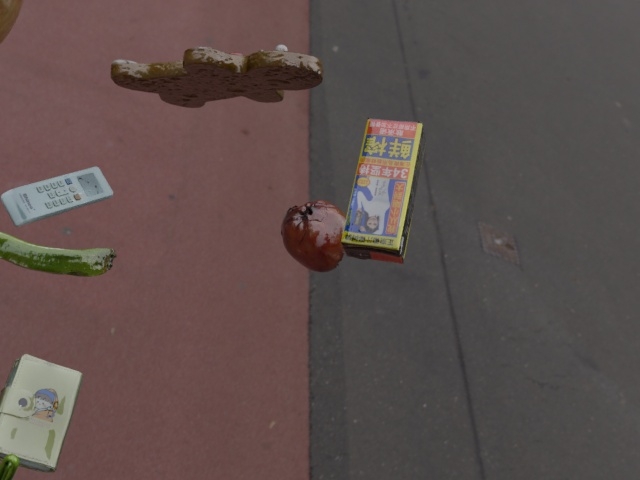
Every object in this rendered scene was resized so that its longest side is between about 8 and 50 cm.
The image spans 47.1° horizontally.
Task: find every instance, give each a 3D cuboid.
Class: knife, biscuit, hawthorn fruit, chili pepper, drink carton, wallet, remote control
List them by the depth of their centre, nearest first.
[{"bbox_3d":[-0.088,-0.158,0.697,0.138,0.205,0.031,10,83,-58],"label":"biscuit"},{"bbox_3d":[0.076,-0.059,0.864,0.071,0.056,0.165,7,70,18],"label":"drink carton"},{"bbox_3d":[-0.395,0.311,0.886,0.022,0.184,0.026,28,32,-12],"label":"knife"},{"bbox_3d":[-0.401,0.023,1.087,0.202,0.051,0.050,14,16,-30],"label":"chili pepper"},{"bbox_3d":[-0.428,0.258,1.097,0.110,0.039,0.155,27,47,-26],"label":"wallet"},{"bbox_3d":[-0.416,-0.069,1.163,0.162,0.029,0.061,-22,74,-37],"label":"remote control"},{"bbox_3d":[0.000,0.000,1.513,0.148,0.148,0.172,-82,152,-49],"label":"hawthorn fruit"}]

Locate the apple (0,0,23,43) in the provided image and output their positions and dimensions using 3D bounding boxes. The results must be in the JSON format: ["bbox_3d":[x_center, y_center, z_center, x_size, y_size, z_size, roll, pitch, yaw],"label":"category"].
[{"bbox_3d":[-0.442,-0.285,0.693,0.277,0.250,0.309,20,-22,47],"label":"apple"}]
